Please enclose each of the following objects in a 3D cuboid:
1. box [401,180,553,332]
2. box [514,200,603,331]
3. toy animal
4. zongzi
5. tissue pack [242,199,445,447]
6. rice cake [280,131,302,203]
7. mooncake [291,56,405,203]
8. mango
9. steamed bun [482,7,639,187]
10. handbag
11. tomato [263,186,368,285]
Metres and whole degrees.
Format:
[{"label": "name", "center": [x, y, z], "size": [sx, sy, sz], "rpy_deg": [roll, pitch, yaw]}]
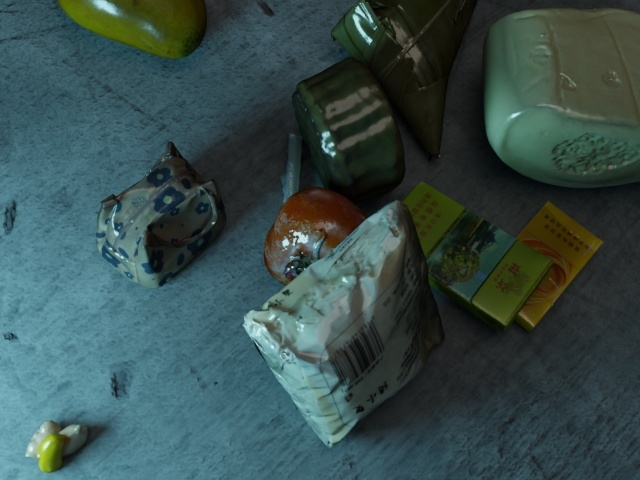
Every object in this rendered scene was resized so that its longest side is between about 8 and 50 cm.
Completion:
[{"label": "box", "center": [0.293, 0.028, 1.812], "size": [0.335, 0.047, 0.187], "rpy_deg": [34, 66, 19]}, {"label": "box", "center": [0.468, 0.053, 1.851], "size": [0.152, 0.043, 0.269], "rpy_deg": [40, 68, 16]}, {"label": "toy animal", "center": [-0.488, 0.359, 1.581], "size": [0.082, 0.091, 0.114], "rpy_deg": [38, 68, 25]}, {"label": "zongzi", "center": [0.297, -0.451, 2.001], "size": [0.447, 0.181, 0.418], "rpy_deg": [-32, 89, -22]}, {"label": "tissue pack", "center": [0.076, 0.163, 1.597], "size": [0.375, 0.390, 0.195], "rpy_deg": [-39, 45, -19]}, {"label": "rice cake", "center": [-0.065, -0.155, 1.885], "size": [0.042, 0.030, 0.180], "rpy_deg": [8, 66, -9]}, {"label": "mooncake", "center": [0.053, -0.218, 1.793], "size": [0.161, 0.290, 0.290], "rpy_deg": [-24, 71, -8]}, {"label": "mango", "center": [-0.417, -0.554, 1.920], "size": [0.378, 0.221, 0.264], "rpy_deg": [35, 62, -3]}, {"label": "steamed bun", "center": [0.570, -0.309, 1.896], "size": [0.455, 0.290, 0.371], "rpy_deg": [8, 60, -6]}, {"label": "handbag", "center": [-0.317, -0.051, 1.719], "size": [0.190, 0.193, 0.251], "rpy_deg": [39, 67, 14]}, {"label": "tomato", "center": [0.004, 0.002, 1.725], "size": [0.232, 0.232, 0.189], "rpy_deg": [15, 46, -1]}]
